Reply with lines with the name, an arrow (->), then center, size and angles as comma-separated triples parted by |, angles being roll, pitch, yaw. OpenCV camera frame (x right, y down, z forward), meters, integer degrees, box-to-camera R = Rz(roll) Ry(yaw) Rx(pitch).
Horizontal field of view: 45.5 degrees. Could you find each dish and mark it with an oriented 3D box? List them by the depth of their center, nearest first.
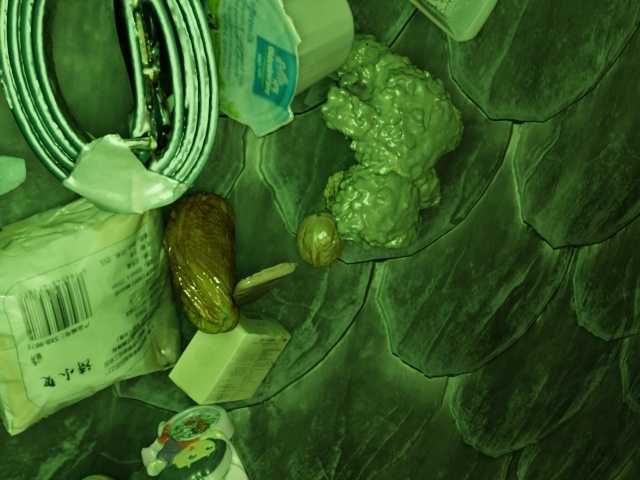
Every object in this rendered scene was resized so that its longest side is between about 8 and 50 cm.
dish -> 0.249, -0.495, 1.490 | 0.234, 0.064, 0.154 | 28, 96, -37

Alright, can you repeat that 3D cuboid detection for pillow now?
pillow -> -0.133, 0.093, 1.471 | 0.135, 0.211, 0.034 | -16, 77, -35

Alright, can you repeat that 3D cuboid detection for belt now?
belt -> -0.310, -0.259, 1.136 | 0.300, 0.173, 0.437 | -12, 102, -8

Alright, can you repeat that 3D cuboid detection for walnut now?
walnut -> 0.000, 0.000, 1.552 | 0.105, 0.105, 0.124 | -9, 118, -28

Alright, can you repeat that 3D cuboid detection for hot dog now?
hot dog -> -0.205, 0.044, 1.343 | 0.122, 0.272, 0.196 | -7, 138, 0

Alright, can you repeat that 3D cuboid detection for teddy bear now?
teddy bear -> 0.112, -0.158, 1.432 | 0.357, 0.224, 0.368 | 35, 80, -37

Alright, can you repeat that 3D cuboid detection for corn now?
corn -> 0.139, -0.102, 1.592 | 0.289, 0.098, 0.098 | -3, 114, -31

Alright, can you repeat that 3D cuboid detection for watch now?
watch -> -0.239, 0.484, 1.546 | 0.196, 0.244, 0.231 | -22, 115, -23

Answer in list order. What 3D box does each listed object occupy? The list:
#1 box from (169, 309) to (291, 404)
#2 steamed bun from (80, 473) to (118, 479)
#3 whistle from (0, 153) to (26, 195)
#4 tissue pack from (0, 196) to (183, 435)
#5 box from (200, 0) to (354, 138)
box -> -0.171, 0.225, 1.500 | 0.168, 0.095, 0.212 | -55, 158, 6
steamed bun -> -0.387, 0.598, 1.465 | 0.199, 0.301, 0.251 | -36, 121, 13
whistle -> -0.537, -0.083, 1.104 | 0.223, 0.123, 0.123 | -27, 128, -47
tissue pack -> -0.404, 0.111, 1.290 | 0.375, 0.195, 0.390 | -22, 122, -35
box -> -0.089, -0.342, 1.272 | 0.206, 0.291, 0.262 | -34, 143, -41
